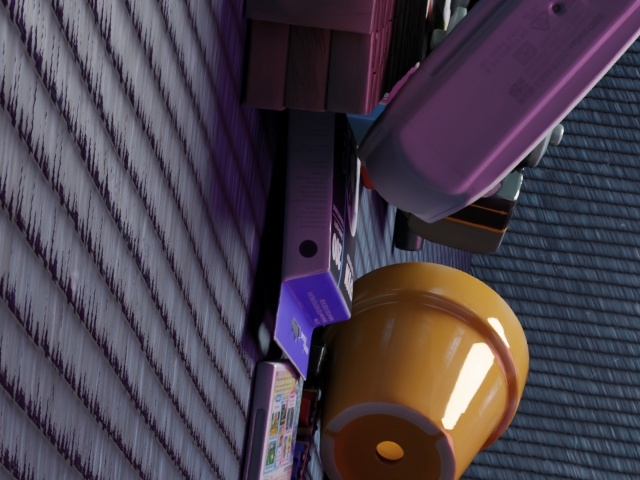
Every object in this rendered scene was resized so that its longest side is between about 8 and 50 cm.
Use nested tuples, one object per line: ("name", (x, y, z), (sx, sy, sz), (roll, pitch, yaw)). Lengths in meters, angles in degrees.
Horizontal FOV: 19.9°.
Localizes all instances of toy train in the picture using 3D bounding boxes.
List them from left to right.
("toy train", (-0.016, 0.158, 1.659), (0.036, 0.027, 0.158), (78, 20, -57))
("toy train", (0.169, -0.147, 1.863), (0.190, 0.142, 0.334), (106, -3, -49))

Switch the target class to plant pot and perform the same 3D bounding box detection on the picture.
("plant pot", (0.083, 0.154, 1.729), (0.188, 0.205, 0.205), (-65, 160, -57))

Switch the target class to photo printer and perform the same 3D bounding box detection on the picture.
("photo printer", (0.144, -0.130, 1.463), (0.256, 0.107, 0.307), (-47, -179, -5))

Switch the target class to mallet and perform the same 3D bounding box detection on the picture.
("mallet", (0.122, -0.010, 2.426), (0.189, 0.039, 0.062), (55, 41, -83))

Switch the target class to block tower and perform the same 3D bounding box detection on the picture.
("block tower", (0.018, -0.163, 1.387), (0.335, 0.091, 0.097), (-47, 143, -75))

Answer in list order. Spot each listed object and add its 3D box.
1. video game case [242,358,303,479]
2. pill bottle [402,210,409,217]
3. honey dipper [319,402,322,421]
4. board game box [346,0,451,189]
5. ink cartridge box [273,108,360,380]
("video game case", (-0.041, 0.171, 1.533), (0.157, 0.019, 0.143), (16, 81, -81))
("pill bottle", (0.143, -0.104, 2.119), (0.245, 0.136, 0.136), (68, 30, -73))
("honey dipper", (0.022, 0.141, 1.913), (0.160, 0.031, 0.030), (-76, 170, -61))
("board game box", (0.092, -0.233, 1.906), (0.242, 0.064, 0.316), (69, 29, -73))
("ink cartridge box", (0.000, 0.000, 1.509), (0.206, 0.045, 0.208), (63, 30, -76))
